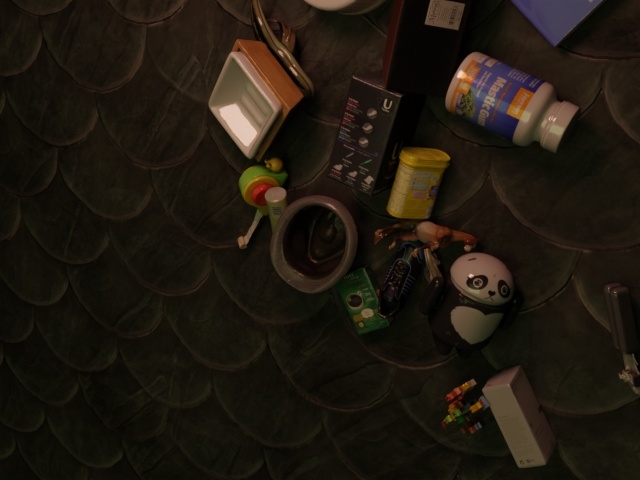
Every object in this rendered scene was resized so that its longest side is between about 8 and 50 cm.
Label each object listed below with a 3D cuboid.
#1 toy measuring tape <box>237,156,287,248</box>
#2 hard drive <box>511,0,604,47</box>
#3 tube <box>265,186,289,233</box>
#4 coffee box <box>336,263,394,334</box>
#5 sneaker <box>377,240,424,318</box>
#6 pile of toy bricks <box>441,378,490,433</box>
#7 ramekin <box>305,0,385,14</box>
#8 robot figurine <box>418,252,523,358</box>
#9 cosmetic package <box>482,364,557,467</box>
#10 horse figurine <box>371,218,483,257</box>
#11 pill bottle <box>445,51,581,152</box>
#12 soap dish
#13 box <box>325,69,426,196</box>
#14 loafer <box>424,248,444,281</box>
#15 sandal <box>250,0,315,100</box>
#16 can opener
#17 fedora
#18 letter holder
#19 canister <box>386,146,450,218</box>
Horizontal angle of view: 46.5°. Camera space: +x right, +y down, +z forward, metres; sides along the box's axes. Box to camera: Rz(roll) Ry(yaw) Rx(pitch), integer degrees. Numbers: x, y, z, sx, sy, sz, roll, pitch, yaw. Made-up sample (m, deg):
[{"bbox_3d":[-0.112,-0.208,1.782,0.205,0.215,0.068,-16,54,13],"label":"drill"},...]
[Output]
[{"bbox_3d":[-0.203,-0.111,2.151,0.121,0.121,0.330,41,123,13],"label":"toy measuring tape"},{"bbox_3d":[0.480,-0.609,1.607,0.318,0.040,0.210,50,124,7],"label":"hard drive"},{"bbox_3d":[-0.110,-0.048,2.127,0.240,0.062,0.070,80,169,-46],"label":"tube"},{"bbox_3d":[0.123,0.167,2.102,0.113,0.040,0.184,-23,95,35],"label":"coffee box"},{"bbox_3d":[0.213,0.108,1.995,0.081,0.090,0.232,24,118,23],"label":"sneaker"},{"bbox_3d":[0.364,0.455,1.957,0.118,0.105,0.212,57,164,23],"label":"pile of toy bricks"},{"bbox_3d":[0.049,-0.682,1.789,0.277,0.135,0.277,11,112,28],"label":"ramekin"},{"bbox_3d":[0.374,0.165,1.864,0.174,0.209,0.278,38,124,30],"label":"robot figurine"},{"bbox_3d":[0.514,0.452,1.918,0.086,0.117,0.231,-22,96,35],"label":"cosmetic package"},{"bbox_3d":[0.256,-0.010,1.903,0.263,0.175,0.066,14,118,41],"label":"horse figurine"},{"bbox_3d":[0.434,-0.304,1.677,0.272,0.152,0.152,30,120,20],"label":"pill bottle"},{"bbox_3d":[-0.174,-0.374,1.993,0.229,0.118,0.291,53,151,6],"label":"soap dish"},{"bbox_3d":[0.140,-0.269,1.860,0.143,0.165,0.270,27,119,22],"label":"box"},{"bbox_3d":[0.303,0.068,1.960,0.039,0.045,0.125,-11,108,17],"label":"loafer"},{"bbox_3d":[-0.094,-0.508,1.971,0.302,0.086,0.120,56,169,0],"label":"sandal"},{"bbox_3d":[0.730,0.231,1.747,0.093,0.074,0.280,-19,100,0],"label":"can opener"},{"bbox_3d":[0.000,0.000,2.066,0.244,0.124,0.275,31,112,16],"label":"fedora"},{"bbox_3d":[0.245,-0.519,1.729,0.152,0.214,0.301,8,122,-4],"label":"letter holder"},{"bbox_3d":[0.242,-0.142,1.873,0.073,0.126,0.169,-122,39,-53],"label":"canister"}]
